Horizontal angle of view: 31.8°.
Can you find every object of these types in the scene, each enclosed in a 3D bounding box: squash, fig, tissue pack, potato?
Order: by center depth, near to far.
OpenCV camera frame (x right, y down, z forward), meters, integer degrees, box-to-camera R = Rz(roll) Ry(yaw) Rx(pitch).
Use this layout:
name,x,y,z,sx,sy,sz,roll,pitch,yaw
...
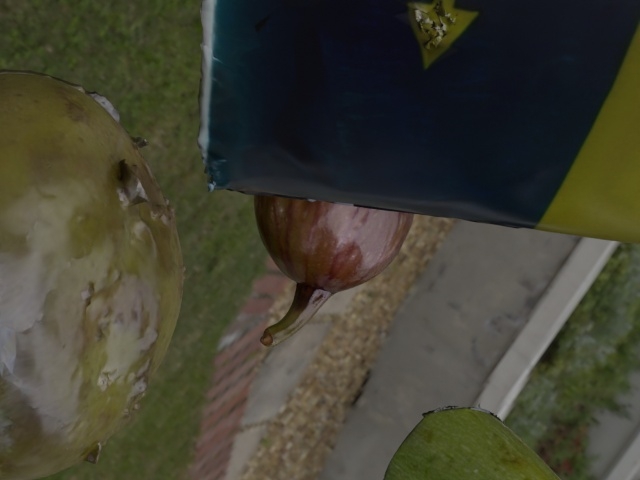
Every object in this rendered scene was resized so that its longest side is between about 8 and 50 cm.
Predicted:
name,x,y,z,sx,sy,sz,roll,pitch,yaw
tissue pack,0.169,-0.150,0.488,0.253,0.416,0.264,98,-3,-52
squash,0.207,0.267,1.035,0.137,0.287,0.137,-39,147,-32
fig,0.004,-0.004,1.142,0.175,0.175,0.207,-8,110,-61
potato,-0.325,0.059,1.211,0.385,0.319,0.442,-14,114,-12
